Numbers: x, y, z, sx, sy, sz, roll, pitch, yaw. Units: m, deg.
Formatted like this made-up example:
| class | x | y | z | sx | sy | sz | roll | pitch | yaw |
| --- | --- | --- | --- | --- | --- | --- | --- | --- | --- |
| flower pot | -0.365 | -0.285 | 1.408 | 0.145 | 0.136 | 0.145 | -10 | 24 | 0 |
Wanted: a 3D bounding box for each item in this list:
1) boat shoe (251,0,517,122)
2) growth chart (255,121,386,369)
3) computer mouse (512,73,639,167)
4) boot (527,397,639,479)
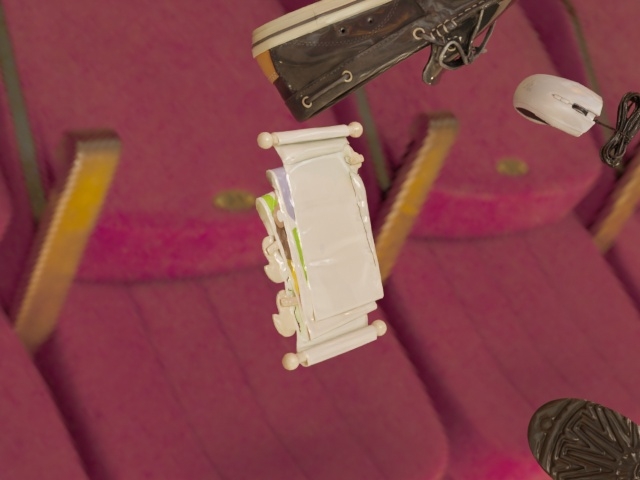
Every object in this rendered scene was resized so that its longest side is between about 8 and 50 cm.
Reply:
| class | x | y | z | sx | sy | sz | roll | pitch | yaw |
| --- | --- | --- | --- | --- | --- | --- | --- | --- | --- |
| boat shoe | 0.154 | -0.287 | 1.898 | 0.500 | 0.156 | 0.187 | -19 | -178 | 15 |
| growth chart | 0.000 | 0.000 | 1.386 | 0.021 | 0.237 | 0.172 | -12 | 175 | 42 |
| computer mouse | 0.333 | -0.174 | 1.908 | 0.106 | 0.193 | 0.042 | -60 | 147 | -6 |
| boot | 0.463 | 0.350 | 2.147 | 0.131 | 0.348 | 0.260 | -63 | 172 | -6 |
